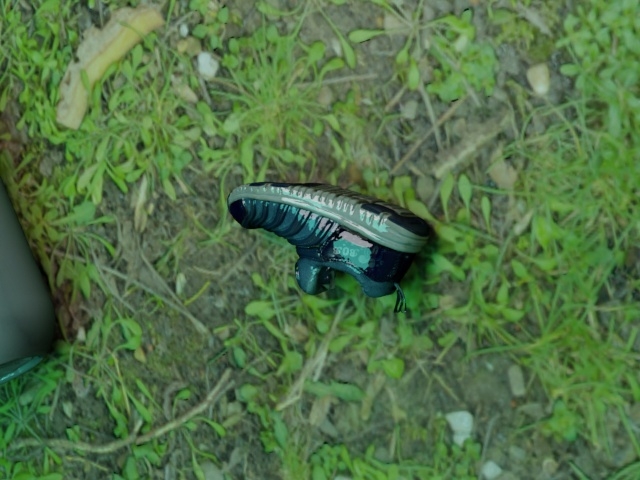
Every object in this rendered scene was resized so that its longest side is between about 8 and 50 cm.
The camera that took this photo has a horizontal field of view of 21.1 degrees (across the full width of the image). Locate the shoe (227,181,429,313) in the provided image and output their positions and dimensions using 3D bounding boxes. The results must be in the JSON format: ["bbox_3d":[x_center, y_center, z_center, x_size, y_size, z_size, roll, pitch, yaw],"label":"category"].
[{"bbox_3d":[0.000,0.000,1.624,0.207,0.091,0.106,21,101,26],"label":"shoe"}]

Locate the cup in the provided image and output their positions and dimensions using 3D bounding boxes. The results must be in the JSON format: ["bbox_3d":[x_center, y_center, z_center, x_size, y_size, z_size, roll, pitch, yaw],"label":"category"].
[{"bbox_3d":[-0.419,0.010,1.830,0.205,0.205,0.312,-29,80,32],"label":"cup"}]
